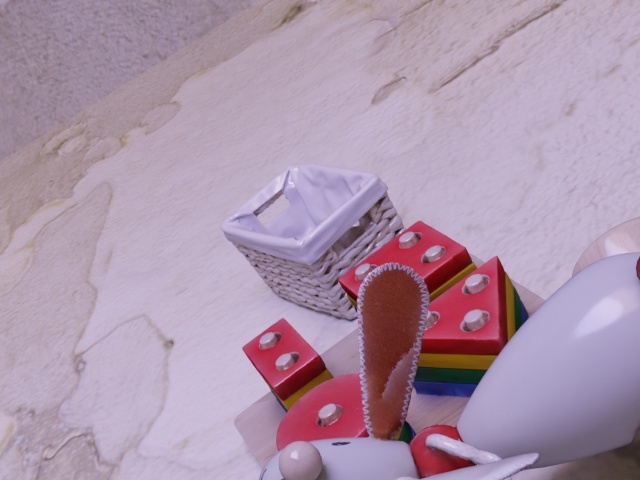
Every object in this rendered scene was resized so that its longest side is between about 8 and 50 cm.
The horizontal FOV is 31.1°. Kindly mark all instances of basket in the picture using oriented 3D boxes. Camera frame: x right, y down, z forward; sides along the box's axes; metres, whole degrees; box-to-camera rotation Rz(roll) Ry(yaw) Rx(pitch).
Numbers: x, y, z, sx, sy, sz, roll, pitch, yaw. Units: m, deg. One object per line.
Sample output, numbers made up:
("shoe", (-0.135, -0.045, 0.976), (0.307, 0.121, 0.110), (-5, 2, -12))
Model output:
("basket", (0.000, 0.000, 1.130), (0.113, 0.103, 0.167), (-42, 25, -20))

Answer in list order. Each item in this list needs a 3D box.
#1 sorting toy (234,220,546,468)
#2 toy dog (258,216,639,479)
("sorting toy", (0.059, 0.100, 0.889), (0.257, 0.089, 0.255), (-35, 25, -8))
("toy dog", (0.119, 0.085, 0.685), (0.333, 0.161, 0.220), (-39, 50, -15))
